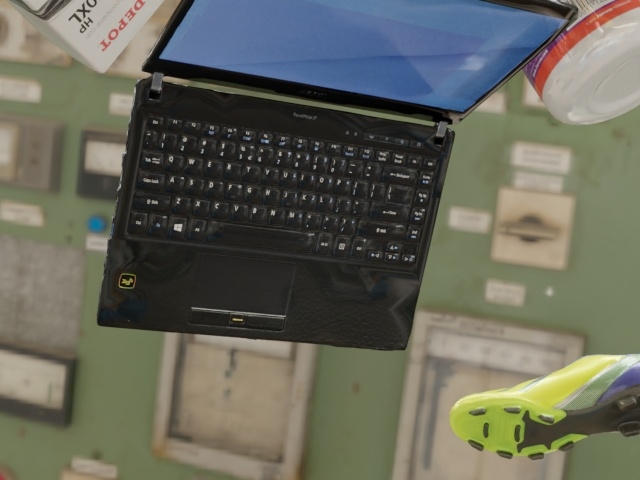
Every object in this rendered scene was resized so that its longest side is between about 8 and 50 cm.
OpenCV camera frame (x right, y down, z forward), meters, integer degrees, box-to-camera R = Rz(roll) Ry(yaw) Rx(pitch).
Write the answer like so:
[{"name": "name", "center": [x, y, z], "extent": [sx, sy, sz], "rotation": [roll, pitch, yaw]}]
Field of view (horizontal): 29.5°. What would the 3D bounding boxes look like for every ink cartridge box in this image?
[{"name": "ink cartridge box", "center": [-0.400, -0.494, 1.882], "extent": [0.166, 0.285, 0.395], "rotation": [34, -7, 38]}]

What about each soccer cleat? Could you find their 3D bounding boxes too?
[{"name": "soccer cleat", "center": [0.306, 0.204, 1.550], "extent": [0.289, 0.093, 0.121], "rotation": [-9, 30, 3]}]

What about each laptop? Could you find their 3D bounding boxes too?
[{"name": "laptop", "center": [0.005, -0.043, 0.766], "extent": [0.234, 0.264, 0.136], "rotation": [7, 12, -23]}]

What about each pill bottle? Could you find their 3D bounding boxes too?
[{"name": "pill bottle", "center": [0.270, -0.302, 1.394], "extent": [0.181, 0.181, 0.323], "rotation": [-1, 54, -44]}]
